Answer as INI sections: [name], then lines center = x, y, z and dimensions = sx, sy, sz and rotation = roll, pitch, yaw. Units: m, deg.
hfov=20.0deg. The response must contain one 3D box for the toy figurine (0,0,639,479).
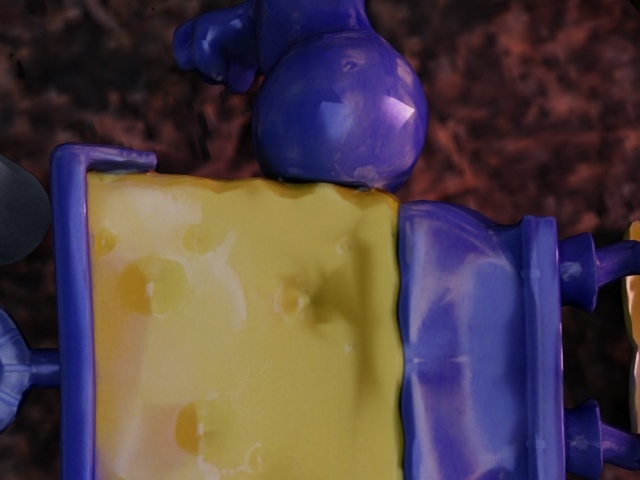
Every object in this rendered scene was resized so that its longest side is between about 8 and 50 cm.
[toy figurine]
center = 0.000, 0.000, 0.417
dimensions = 0.217, 0.191, 0.362
rotation = -2, 89, 1

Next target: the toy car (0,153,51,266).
[toy car]
center = -0.155, -0.042, 0.431
dimensions = 0.155, 0.149, 0.188
rotation = -40, 108, -17
